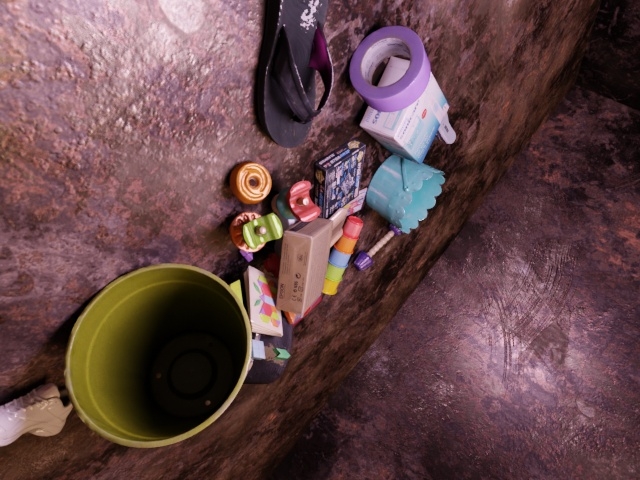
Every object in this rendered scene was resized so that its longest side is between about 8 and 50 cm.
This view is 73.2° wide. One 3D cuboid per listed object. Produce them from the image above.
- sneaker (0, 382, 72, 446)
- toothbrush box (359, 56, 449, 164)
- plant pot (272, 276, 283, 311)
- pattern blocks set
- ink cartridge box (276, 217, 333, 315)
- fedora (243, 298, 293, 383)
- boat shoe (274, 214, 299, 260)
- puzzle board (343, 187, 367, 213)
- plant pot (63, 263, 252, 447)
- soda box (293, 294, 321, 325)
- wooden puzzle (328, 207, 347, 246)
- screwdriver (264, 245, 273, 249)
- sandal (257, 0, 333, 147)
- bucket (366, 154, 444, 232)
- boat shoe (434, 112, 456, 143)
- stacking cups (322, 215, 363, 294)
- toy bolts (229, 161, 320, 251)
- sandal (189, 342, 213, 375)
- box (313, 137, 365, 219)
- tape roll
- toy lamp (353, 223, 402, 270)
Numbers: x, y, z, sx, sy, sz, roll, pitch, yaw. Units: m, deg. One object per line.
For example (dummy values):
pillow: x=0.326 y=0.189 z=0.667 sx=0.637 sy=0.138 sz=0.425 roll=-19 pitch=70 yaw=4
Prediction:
sneaker: x=-0.617 y=0.351 z=0.907 sx=0.115 sy=0.090 sz=0.232 roll=-56 pitch=164 yaw=-6
toothbrush box: x=0.266 y=-0.386 z=1.321 sx=0.295 sy=0.126 sz=0.216 roll=14 pitch=102 yaw=-61
plant pot: x=-0.140 y=0.185 z=1.451 sx=0.096 sy=0.109 sz=0.109 roll=-31 pitch=150 yaw=-62
pattern blocks set: x=-0.153 y=0.169 z=1.190 sx=0.026 sy=0.325 sz=0.285 roll=-24 pitch=160 yaw=24
ink cartridge box: x=-0.043 y=0.065 z=1.233 sx=0.193 sy=0.088 sz=0.235 roll=-41 pitch=141 yaw=-66
fedora: x=-0.178 y=0.317 z=1.317 sx=0.152 sy=0.334 sz=0.334 roll=17 pitch=117 yaw=-16
boat shoe: x=-0.090 y=-0.015 z=1.307 sx=0.076 sy=0.080 sz=0.229 roll=-31 pitch=140 yaw=-34
puzzle board: x=0.120 y=-0.133 z=1.566 sx=0.128 sy=0.011 sz=0.096 roll=-28 pitch=146 yaw=-41
plant pot: x=-0.335 y=0.291 z=1.027 sx=0.366 sy=0.366 sz=0.353 roll=-42 pitch=164 yaw=-21
soda box: x=-0.116 y=0.261 z=1.590 sx=0.263 sy=0.092 sz=0.083 roll=-41 pitch=153 yaw=-23
wooden puzzle: x=0.000 y=0.000 z=1.461 sx=0.221 sy=0.044 sz=0.239 roll=-46 pitch=168 yaw=-12
screwdriver: x=-0.177 y=0.012 z=1.266 sx=0.024 sy=0.025 sz=0.170 roll=-54 pitch=163 yaw=4
sandal: x=-0.040 y=-0.368 z=0.889 sx=0.167 sy=0.107 sz=0.446 roll=-34 pitch=149 yaw=-33
bucket: x=0.316 y=-0.185 z=1.622 sx=0.281 sy=0.183 sz=0.281 roll=-40 pitch=153 yaw=-26
boat shoe: x=0.446 y=-0.446 z=1.651 sx=0.065 sy=0.083 sz=0.183 roll=-48 pitch=127 yaw=-10
stacking cups: x=0.079 y=0.055 z=1.660 sx=0.096 sy=0.096 sz=0.316 roll=-10 pitch=129 yaw=-55
toy bolts: x=-0.142 y=-0.097 z=1.100 sx=0.228 sy=0.158 sz=0.218 roll=-22 pitch=102 yaw=-30
sandal: x=-0.362 y=0.388 z=1.390 sx=0.097 sy=0.054 sz=0.254 roll=2 pitch=122 yaw=-59
box: x=0.056 y=-0.186 z=1.346 sx=0.175 sy=0.051 sz=0.220 roll=-38 pitch=151 yaw=-28
tape roll: x=0.173 y=-0.424 z=1.073 sx=0.189 sy=0.189 sz=0.080 roll=-55 pitch=154 yaw=7
toy lamp: x=0.252 y=0.030 z=1.919 sx=0.274 sy=0.080 sz=0.080 roll=-44 pitch=153 yaw=-19
